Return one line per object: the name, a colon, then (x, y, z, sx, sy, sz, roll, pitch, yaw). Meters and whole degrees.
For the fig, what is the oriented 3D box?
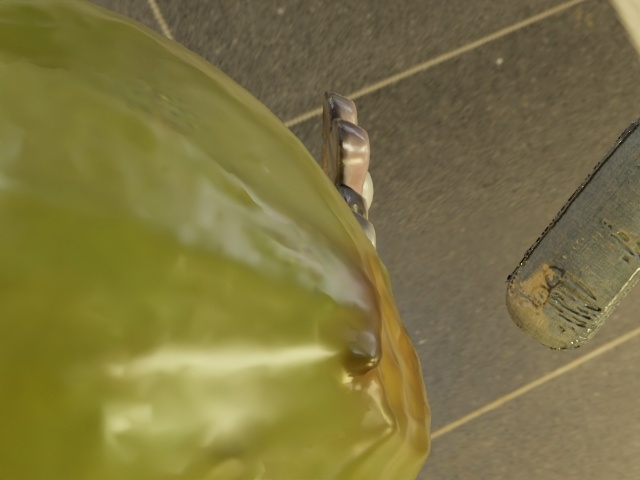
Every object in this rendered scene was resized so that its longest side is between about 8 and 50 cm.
fig: (-0.129, 0.063, 0.464, 0.343, 0.343, 0.343, 2, 78, -12)

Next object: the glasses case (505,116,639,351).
glasses case: (0.303, -0.009, 1.437, 0.109, 0.067, 0.282, 41, 107, 15)

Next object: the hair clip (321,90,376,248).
hair clip: (0.008, 0.000, 0.946, 0.075, 0.146, 0.257, 2, 35, 6)
